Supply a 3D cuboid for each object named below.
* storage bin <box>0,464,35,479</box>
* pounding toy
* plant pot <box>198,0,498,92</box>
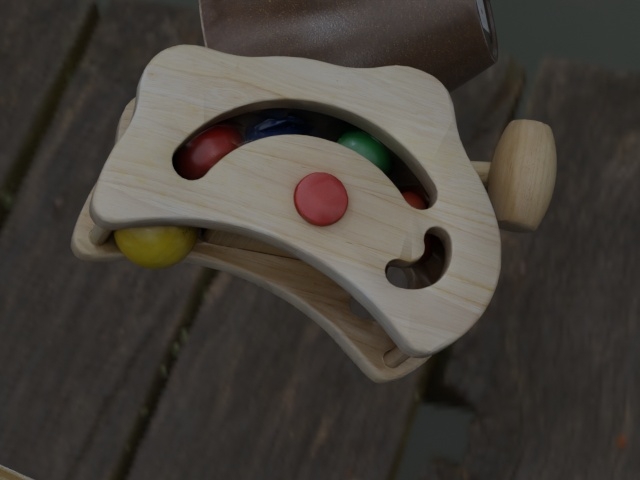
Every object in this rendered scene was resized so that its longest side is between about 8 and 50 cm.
[{"bbox_3d":[-0.210,0.279,1.135,0.123,0.260,0.262,-19,59,22],"label":"storage bin"},{"bbox_3d":[0.000,0.000,1.032,0.269,0.155,0.154,5,72,-15],"label":"pounding toy"},{"bbox_3d":[0.035,-0.186,1.713,0.230,0.215,0.215,-13,48,13],"label":"plant pot"}]
